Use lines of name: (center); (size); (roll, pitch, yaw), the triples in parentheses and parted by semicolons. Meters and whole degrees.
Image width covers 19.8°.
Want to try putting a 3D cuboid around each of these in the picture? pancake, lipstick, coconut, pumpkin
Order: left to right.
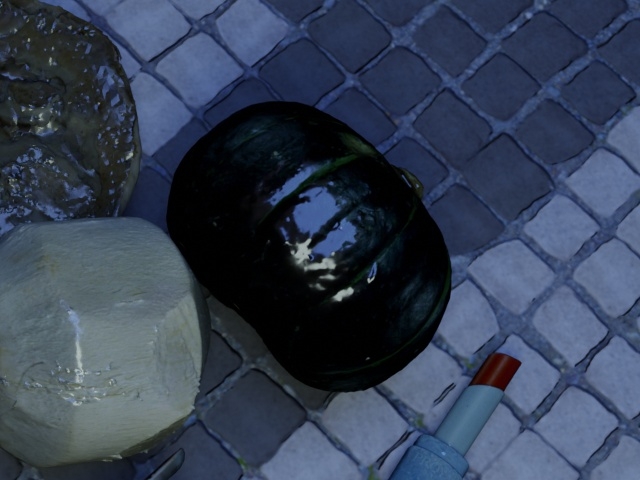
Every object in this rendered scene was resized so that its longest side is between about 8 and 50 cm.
pancake: (-0.378, -0.098, 1.949); (0.387, 0.082, 0.387); (1, 68, -3)
coconut: (-0.220, 0.101, 1.799); (0.247, 0.245, 0.245); (-3, 67, -27)
pumpkin: (0.000, 0.000, 1.852); (0.238, 0.315, 0.315); (-41, 79, -12)
lipstick: (0.128, 0.223, 1.914); (0.068, 0.061, 0.274); (33, 65, 7)

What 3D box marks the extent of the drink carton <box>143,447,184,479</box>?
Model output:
drink carton: (-0.151, 0.333, 1.760); (0.189, 0.191, 0.185); (43, 62, -2)
